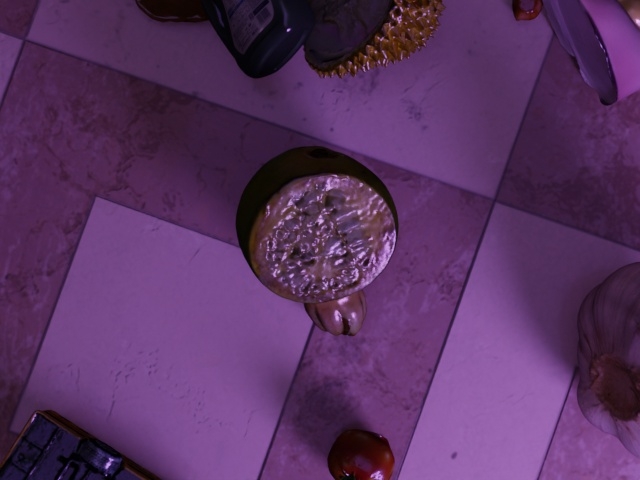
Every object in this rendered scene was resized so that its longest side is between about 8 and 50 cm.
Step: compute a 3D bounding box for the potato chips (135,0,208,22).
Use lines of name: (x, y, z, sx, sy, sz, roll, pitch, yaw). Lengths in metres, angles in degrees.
potato chips: (-0.160, -0.364, 1.375, 0.202, 0.049, 0.150, -20, 94, 1)

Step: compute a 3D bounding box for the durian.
durian: (0.064, -0.292, 1.316, 0.237, 0.138, 0.193, 5, 91, 47)

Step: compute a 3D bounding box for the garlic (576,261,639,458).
garlic: (0.429, 0.126, 1.232, 0.253, 0.245, 0.245, -24, 84, -28)

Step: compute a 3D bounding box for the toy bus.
toy bus: (-0.235, 0.343, 1.302, 0.336, 0.123, 0.121, 32, 83, 3)

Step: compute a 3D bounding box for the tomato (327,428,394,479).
tomato: (0.052, 0.275, 1.305, 0.087, 0.087, 0.075, 33, 54, 6)

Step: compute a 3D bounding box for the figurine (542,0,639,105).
figurine: (0.416, -0.364, 1.256, 0.316, 0.206, 0.284, -34, 95, -2)

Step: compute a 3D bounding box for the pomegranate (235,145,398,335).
pomegranate: (0.008, -0.012, 1.296, 0.190, 0.159, 0.241, -42, 112, 10)

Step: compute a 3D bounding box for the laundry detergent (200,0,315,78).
laundry detergent: (-0.107, -0.320, 1.304, 0.078, 0.144, 0.221, -29, 79, -41)

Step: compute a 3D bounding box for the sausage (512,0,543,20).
sausage: (0.277, -0.344, 1.341, 0.041, 0.039, 0.131, 18, 89, -1)
